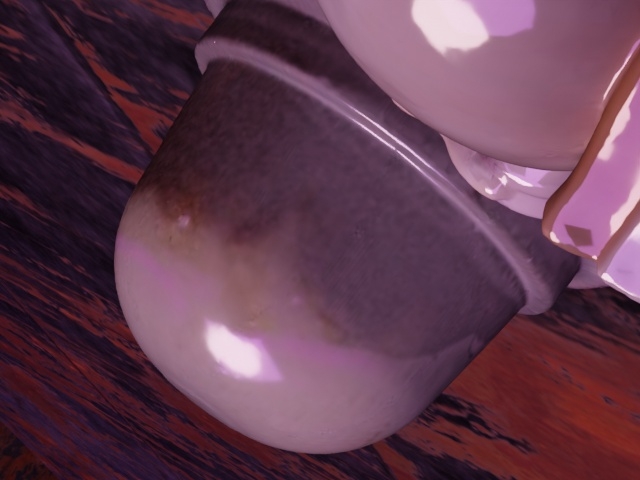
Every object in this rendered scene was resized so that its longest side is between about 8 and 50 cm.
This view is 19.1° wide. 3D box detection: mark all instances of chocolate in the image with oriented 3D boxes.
[{"bbox_3d":[-0.006,-0.003,0.705,0.221,0.147,0.221,39,164,14],"label":"chocolate"}]

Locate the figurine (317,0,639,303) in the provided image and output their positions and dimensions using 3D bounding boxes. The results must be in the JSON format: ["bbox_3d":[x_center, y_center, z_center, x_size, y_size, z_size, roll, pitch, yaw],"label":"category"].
[{"bbox_3d":[0.085,-0.063,0.415,0.236,0.141,0.162,37,135,16],"label":"figurine"}]
